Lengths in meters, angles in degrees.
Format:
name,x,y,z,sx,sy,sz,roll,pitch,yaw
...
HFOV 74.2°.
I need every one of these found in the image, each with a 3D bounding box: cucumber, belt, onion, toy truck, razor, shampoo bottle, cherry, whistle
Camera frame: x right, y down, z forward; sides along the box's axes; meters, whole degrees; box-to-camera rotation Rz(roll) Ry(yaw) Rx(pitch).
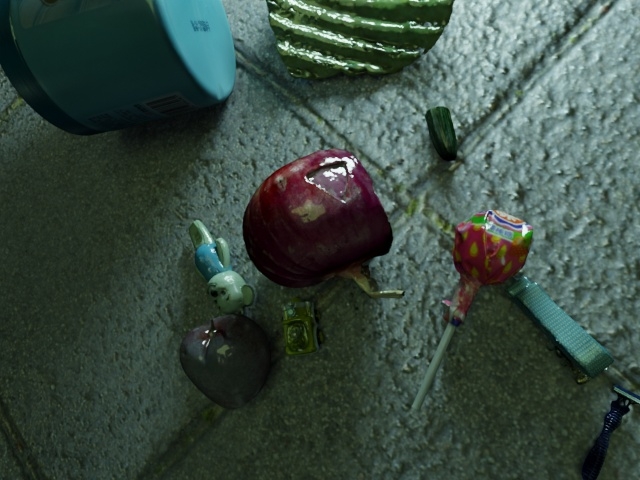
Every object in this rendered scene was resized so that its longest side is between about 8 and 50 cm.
name,x,y,z,sx,sy,sz,roll,pitch,yaw
cucumber,0.231,-0.197,0.800,0.048,0.048,0.105,-14,78,14
belt,0.381,0.138,0.686,0.065,0.100,0.179,-39,57,8
onion,-0.021,-0.023,0.741,0.231,0.256,0.272,-23,51,-4
toy truck,-0.042,0.160,0.796,0.076,0.077,0.111,-13,76,14
razor,0.442,0.301,0.651,0.044,0.028,0.154,26,87,27
shampoo bottle,-0.395,-0.412,0.876,0.343,0.331,0.330,-7,78,14
cherry,-0.168,0.220,0.791,0.176,0.140,0.175,4,115,10
whistle,-0.216,0.057,0.869,0.114,0.077,0.235,-45,67,30

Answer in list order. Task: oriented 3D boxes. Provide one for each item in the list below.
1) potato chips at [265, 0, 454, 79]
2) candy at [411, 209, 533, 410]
name,x,y,z,sx,sy,sz,roll,pitch,yaw
potato chips,0.075,-0.523,0.881,0.390,0.097,0.372,-7,77,14
candy,0.235,0.122,0.713,0.124,0.124,0.364,23,94,19
